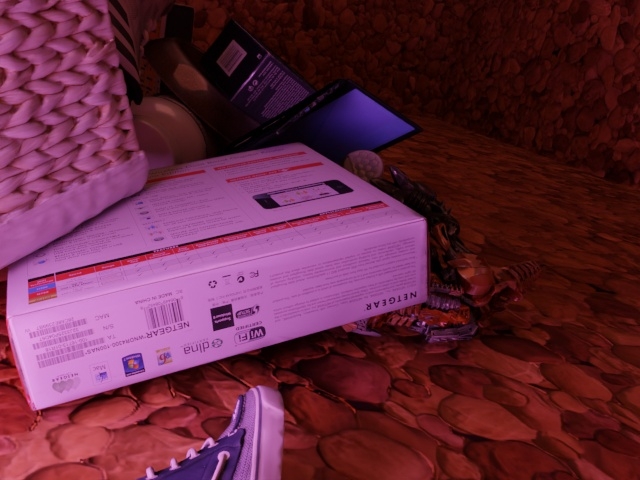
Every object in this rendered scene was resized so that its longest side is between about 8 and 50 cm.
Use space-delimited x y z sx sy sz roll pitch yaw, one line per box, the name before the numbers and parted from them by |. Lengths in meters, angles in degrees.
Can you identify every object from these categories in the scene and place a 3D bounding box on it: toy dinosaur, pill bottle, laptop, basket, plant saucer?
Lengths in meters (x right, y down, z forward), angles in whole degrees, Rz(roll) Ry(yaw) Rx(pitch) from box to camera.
toy dinosaur | 0.132 0.048 0.813 0.322 0.164 0.218 21 21 -41
pill bottle | -0.250 -0.143 1.064 0.169 0.169 0.301 12 16 0
laptop | -0.030 -0.114 0.954 0.234 0.136 0.264 -22 18 43
basket | -0.381 -0.123 0.564 0.328 0.266 0.331 6 27 21
plant saucer | -0.162 -0.244 1.161 0.310 0.050 0.310 40 14 -12

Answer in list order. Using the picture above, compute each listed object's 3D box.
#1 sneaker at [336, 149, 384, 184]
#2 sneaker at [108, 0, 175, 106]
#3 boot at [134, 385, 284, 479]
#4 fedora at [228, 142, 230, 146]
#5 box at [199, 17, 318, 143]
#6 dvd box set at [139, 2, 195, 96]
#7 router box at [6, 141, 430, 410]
sneaker | 0.002 0.001 0.919 0.226 0.163 0.086 -38 62 -16
sneaker | -0.306 -0.306 0.964 0.169 0.257 0.447 1 7 1
boot | -0.070 0.143 0.406 0.086 0.069 0.190 13 18 -7
fedora | -0.170 -0.271 1.614 0.275 0.124 0.244 4 14 5
box | -0.083 -0.241 1.061 0.158 0.093 0.156 30 15 -42
dvd box set | -0.398 -0.373 1.485 0.062 0.307 0.420 -4 23 -34
router box | -0.114 0.002 0.657 0.335 0.082 0.301 -13 24 -18
